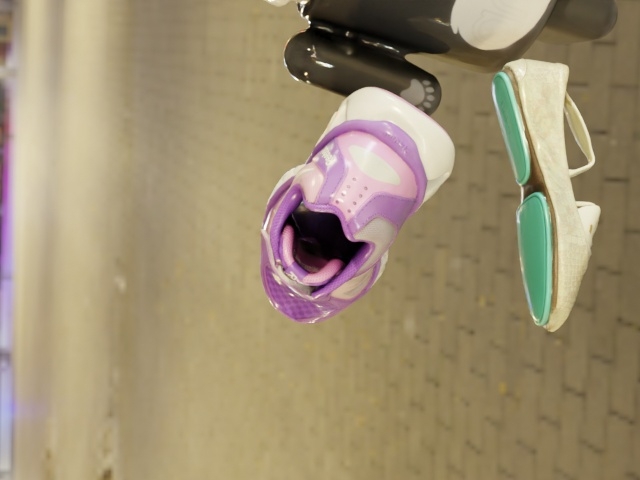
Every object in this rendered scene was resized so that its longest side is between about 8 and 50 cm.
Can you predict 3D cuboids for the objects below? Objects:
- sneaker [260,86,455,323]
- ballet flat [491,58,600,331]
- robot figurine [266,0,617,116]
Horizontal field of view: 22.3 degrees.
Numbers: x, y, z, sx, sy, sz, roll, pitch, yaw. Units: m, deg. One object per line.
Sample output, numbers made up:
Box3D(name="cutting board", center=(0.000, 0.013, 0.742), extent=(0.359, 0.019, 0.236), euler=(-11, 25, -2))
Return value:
Box3D(name="sneaker", center=(0.000, 0.000, 1.063), extent=(0.104, 0.095, 0.236), euler=(-56, -1, -33))
Box3D(name="ballet flat", center=(0.143, -0.031, 0.972), extent=(0.057, 0.052, 0.168), euler=(133, 130, -74))
Box3D(name="robot figurine", center=(0.066, -0.212, 1.079), extent=(0.173, 0.278, 0.209), euler=(122, 160, -50))
